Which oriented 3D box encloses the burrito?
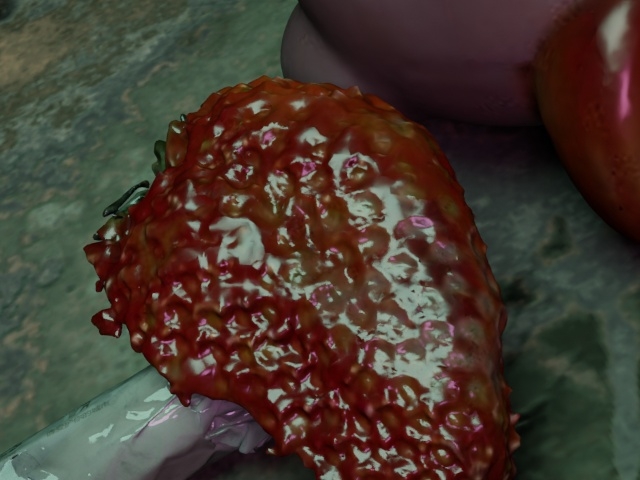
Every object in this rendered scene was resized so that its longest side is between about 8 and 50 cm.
[{"bbox_3d":[-0.105,0.104,0.617,0.203,0.064,0.064,-29,44,-1],"label":"burrito"}]

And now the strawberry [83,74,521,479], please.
[{"bbox_3d":[0.005,-0.003,0.595,0.236,0.107,0.175,28,39,25],"label":"strawberry"}]

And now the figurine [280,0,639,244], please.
[{"bbox_3d":[0.098,-0.169,0.664,0.261,0.211,0.270,15,57,34],"label":"figurine"}]
